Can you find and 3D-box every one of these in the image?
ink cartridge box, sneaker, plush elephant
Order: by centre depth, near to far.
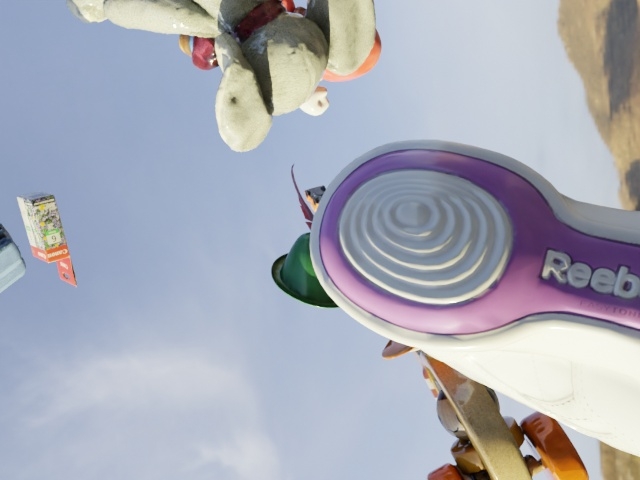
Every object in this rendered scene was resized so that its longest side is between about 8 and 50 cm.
[{"bbox_3d":[0.151,0.039,0.341,0.114,0.305,0.152,-64,-22,-4],"label":"sneaker"},{"bbox_3d":[-0.090,-0.252,0.881,0.272,0.330,0.255,-32,-71,-27],"label":"plush elephant"},{"bbox_3d":[-0.327,0.001,0.906,0.029,0.063,0.115,-19,-72,-33],"label":"ink cartridge box"}]

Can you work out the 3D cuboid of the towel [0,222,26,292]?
[{"bbox_3d":[-0.345,0.027,0.790,0.029,0.119,0.067,46,-113,3],"label":"towel"}]

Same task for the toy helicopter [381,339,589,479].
[{"bbox_3d":[0.124,0.132,0.821,0.235,0.140,0.355,59,-179,-26],"label":"toy helicopter"}]

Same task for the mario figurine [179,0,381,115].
[{"bbox_3d":[-0.053,-0.324,1.196,0.198,0.320,0.170,78,-147,-54],"label":"mario figurine"}]

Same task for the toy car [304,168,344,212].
[{"bbox_3d":[0.028,-0.076,1.241,0.122,0.060,0.041,-28,-52,-33],"label":"toy car"}]

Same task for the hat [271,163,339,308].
[{"bbox_3d":[0.000,0.000,1.427,0.173,0.208,0.184,-59,-13,-57],"label":"hat"}]
